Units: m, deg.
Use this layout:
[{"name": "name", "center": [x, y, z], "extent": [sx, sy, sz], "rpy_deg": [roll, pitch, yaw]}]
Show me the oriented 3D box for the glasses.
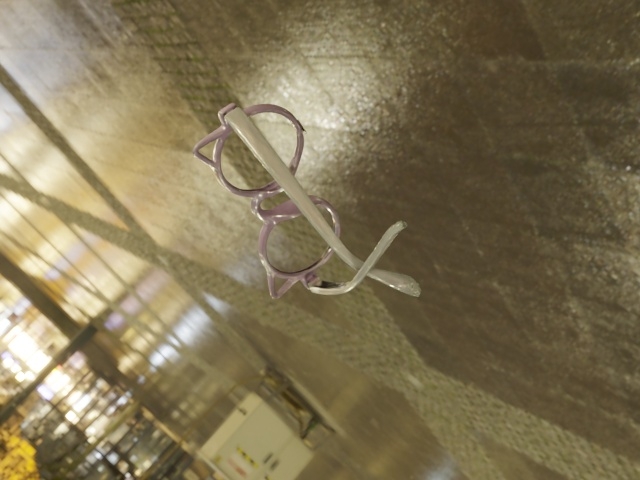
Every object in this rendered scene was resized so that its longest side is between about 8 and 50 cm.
[{"name": "glasses", "center": [0.000, 0.000, 0.436], "extent": [0.104, 0.062, 0.140], "rpy_deg": [44, 163, 44]}]
